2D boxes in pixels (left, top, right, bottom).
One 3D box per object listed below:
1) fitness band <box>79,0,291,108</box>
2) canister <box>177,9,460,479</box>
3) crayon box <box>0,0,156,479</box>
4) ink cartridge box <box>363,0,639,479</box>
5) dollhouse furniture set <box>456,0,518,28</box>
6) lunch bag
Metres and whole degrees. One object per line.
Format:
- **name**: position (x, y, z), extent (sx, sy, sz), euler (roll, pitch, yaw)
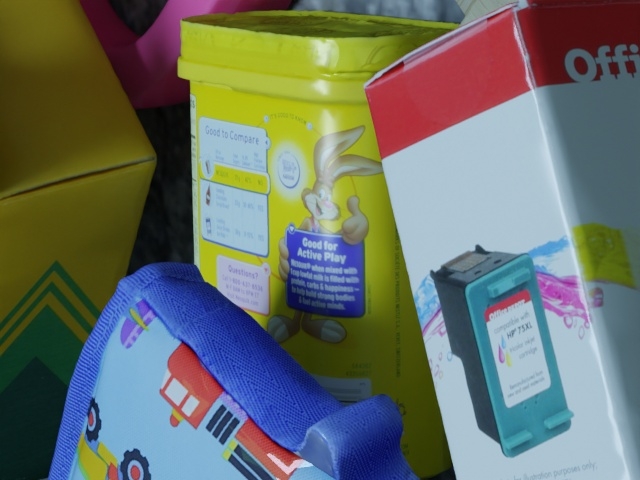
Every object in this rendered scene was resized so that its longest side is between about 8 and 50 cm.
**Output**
- **fitness band**: position (-0.067, -0.186, 0.842), extent (0.291, 0.054, 0.209), euler (-53, 55, 45)
- **canister**: position (0.000, 0.000, 0.768), extent (0.126, 0.073, 0.170), euler (14, 109, 52)
- **crayon box**: position (-0.166, -0.041, 0.921), extent (0.203, 0.083, 0.323), euler (62, 153, 26)
- **ink cartridge box**: position (0.100, 0.004, 0.582), extent (0.078, 0.134, 0.231), euler (-23, 77, 53)
- **dollhouse furniture set**: position (0.040, -0.149, 0.662), extent (0.182, 0.101, 0.161), euler (59, 138, 28)
- **lunch bag**: position (-0.016, 0.163, 0.708), extent (0.221, 0.138, 0.293), euler (45, 141, 34)
